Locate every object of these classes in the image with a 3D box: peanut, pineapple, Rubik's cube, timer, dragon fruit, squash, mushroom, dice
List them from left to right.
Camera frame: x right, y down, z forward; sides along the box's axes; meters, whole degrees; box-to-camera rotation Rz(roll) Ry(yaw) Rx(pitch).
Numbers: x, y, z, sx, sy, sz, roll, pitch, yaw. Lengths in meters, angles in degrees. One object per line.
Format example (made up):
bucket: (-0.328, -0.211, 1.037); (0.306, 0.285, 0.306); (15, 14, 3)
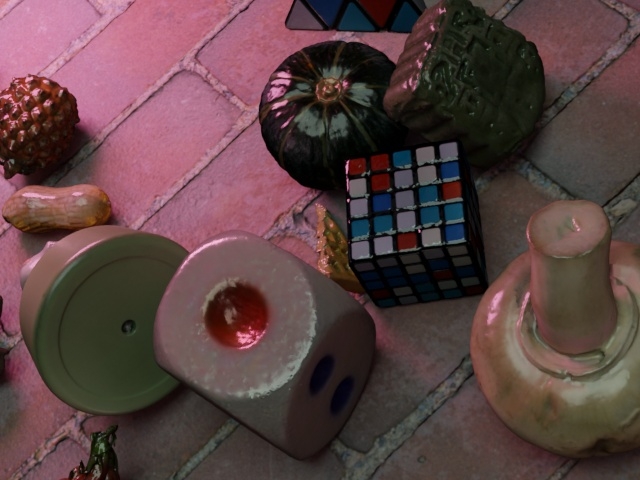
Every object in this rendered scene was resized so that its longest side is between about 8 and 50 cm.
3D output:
pineapple: (-0.522, -0.194, 2.047); (0.166, 0.166, 0.193); (11, 68, 23)
peanut: (-0.461, -0.056, 1.997); (0.207, 0.087, 0.087); (-2, 64, 18)
timer: (-0.369, 0.087, 1.826); (0.291, 0.291, 0.315); (-51, 38, -10)
dragon fruit: (-0.336, 0.393, 1.709); (0.135, 0.137, 0.235); (8, 69, 5)
dice: (-0.080, 0.151, 1.678); (0.259, 0.251, 0.243); (25, 77, 27)
Rubik's cube: (0.011, -0.450, 1.999); (0.234, 0.250, 0.284); (-31, 63, 24)
squash: (0.024, -0.206, 1.867); (0.252, 0.165, 0.252); (-5, 65, 10)
Rubik's cube: (0.145, -0.023, 1.726); (0.182, 0.184, 0.187); (-9, 64, 14)
mushroom: (0.353, 0.109, 1.563); (0.315, 0.315, 0.356); (-14, 96, 11)

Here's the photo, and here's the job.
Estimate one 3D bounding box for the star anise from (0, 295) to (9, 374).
star anise: (-0.660, 0.201, 1.923); (0.315, 0.108, 0.315); (-6, 58, 9)

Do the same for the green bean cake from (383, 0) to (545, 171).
green bean cake: (0.235, -0.246, 1.790); (0.125, 0.227, 0.222); (-22, 42, 58)

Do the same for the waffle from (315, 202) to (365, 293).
waffle: (0.000, 0.000, 1.803); (0.032, 0.125, 0.191); (-46, 58, 25)
